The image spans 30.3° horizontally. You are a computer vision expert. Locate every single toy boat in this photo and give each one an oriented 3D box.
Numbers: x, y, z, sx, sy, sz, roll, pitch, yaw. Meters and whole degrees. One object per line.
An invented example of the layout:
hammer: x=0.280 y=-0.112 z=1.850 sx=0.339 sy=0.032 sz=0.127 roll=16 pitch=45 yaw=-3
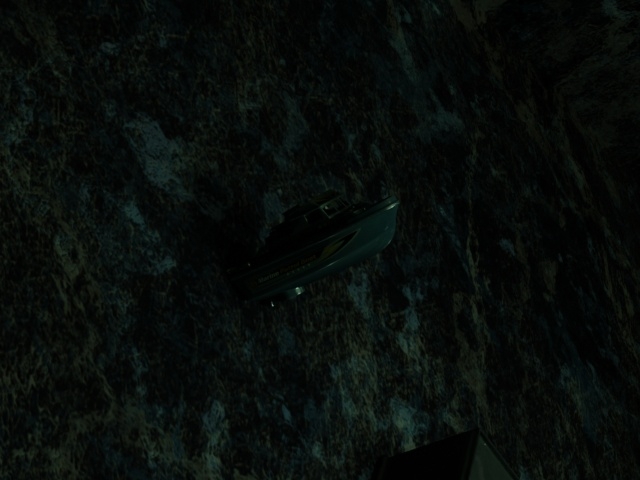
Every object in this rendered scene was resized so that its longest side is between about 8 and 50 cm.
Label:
toy boat: x=-0.003 y=-0.002 z=1.774 sx=0.122 sy=0.296 sz=0.114 roll=61 pitch=31 yaw=-2

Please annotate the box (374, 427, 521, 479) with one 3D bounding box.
box: x=0.200 y=0.505 z=1.821 sx=0.251 sy=0.204 sz=0.345 roll=52 pitch=34 yaw=-21
